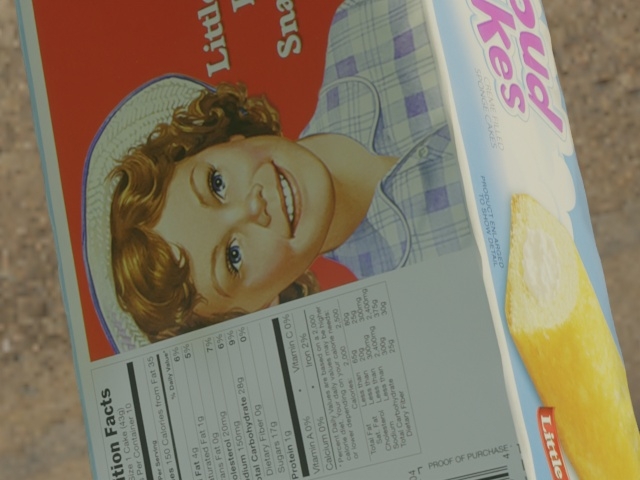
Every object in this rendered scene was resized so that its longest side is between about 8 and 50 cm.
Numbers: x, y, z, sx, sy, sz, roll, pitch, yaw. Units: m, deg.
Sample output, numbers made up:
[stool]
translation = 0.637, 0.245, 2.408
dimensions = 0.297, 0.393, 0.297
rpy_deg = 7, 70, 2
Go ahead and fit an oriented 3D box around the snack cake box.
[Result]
[snack cake box]
translation = 0.000, 0.000, 0.547
dimensions = 0.152, 0.264, 0.089
rpy_deg = -18, 166, 30
